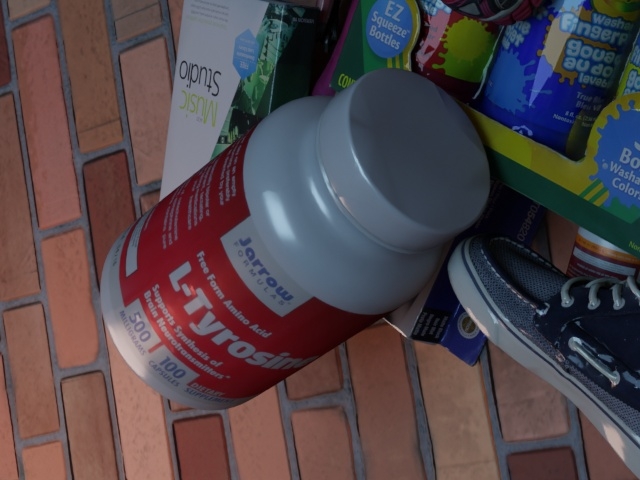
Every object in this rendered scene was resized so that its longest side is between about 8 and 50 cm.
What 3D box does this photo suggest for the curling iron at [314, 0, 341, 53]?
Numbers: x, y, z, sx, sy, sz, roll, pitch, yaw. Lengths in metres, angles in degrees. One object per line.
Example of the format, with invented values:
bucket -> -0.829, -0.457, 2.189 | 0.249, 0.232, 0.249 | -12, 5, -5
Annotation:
curling iron -> 0.019, -0.346, 2.076 | 0.068, 0.035, 0.274 | -141, 59, -83

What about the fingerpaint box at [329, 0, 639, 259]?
fingerpaint box -> 0.260, -0.231, 1.792 | 0.445, 0.163, 0.371 | 33, 112, 36

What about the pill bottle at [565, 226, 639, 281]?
pill bottle -> 0.279, 0.062, 1.834 | 0.086, 0.086, 0.152 | 25, 107, 38

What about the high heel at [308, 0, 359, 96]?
high heel -> 0.030, -0.209, 2.066 | 0.117, 0.082, 0.244 | 27, 113, 48

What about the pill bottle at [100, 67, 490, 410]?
pill bottle -> -0.026, -0.001, 1.847 | 0.408, 0.229, 0.229 | -35, 68, 44

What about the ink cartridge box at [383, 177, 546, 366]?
ink cartridge box -> 0.117, -0.010, 2.002 | 0.224, 0.045, 0.223 | 37, 114, 35

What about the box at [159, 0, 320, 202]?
box -> -0.101, -0.127, 2.143 | 0.232, 0.058, 0.322 | 23, 109, 56

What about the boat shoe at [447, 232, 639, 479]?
boat shoe -> 0.270, 0.069, 1.695 | 0.340, 0.127, 0.158 | 44, 127, 25

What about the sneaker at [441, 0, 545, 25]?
sneaker -> 0.141, -0.352, 1.714 | 0.121, 0.112, 0.299 | -19, 75, 40
